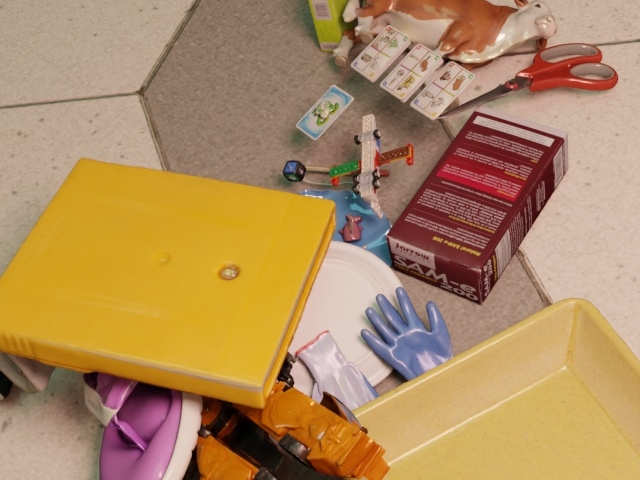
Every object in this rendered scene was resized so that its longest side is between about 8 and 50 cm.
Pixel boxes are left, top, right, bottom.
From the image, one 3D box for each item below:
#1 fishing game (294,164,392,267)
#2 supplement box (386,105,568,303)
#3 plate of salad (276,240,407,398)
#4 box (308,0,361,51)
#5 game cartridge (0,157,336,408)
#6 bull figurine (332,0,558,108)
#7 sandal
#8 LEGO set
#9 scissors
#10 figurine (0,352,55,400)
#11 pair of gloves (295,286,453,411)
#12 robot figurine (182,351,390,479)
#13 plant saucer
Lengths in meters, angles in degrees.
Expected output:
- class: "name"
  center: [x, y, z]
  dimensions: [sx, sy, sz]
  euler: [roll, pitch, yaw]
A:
- class: "fishing game"
  center: [0.000, 0.000, 1.432]
  dimensions: [0.189, 0.041, 0.264]
  euler: [4, 55, 11]
- class: "supplement box"
  center: [0.198, -0.049, 1.407]
  dimensions: [0.130, 0.073, 0.239]
  euler: [22, 59, 28]
- class: "plate of salad"
  center: [0.006, 0.094, 1.337]
  dimensions: [0.200, 0.048, 0.199]
  euler: [1, 65, -2]
- class: "box"
  center: [0.031, -0.377, 1.674]
  dimensions: [0.042, 0.109, 0.178]
  euler: [5, 54, 18]
- class: "game cartridge"
  center: [-0.172, 0.036, 1.253]
  dimensions: [0.324, 0.052, 0.285]
  euler: [10, 46, 13]
- class: "bull figurine"
  center: [0.168, -0.289, 1.578]
  dimensions: [0.310, 0.101, 0.188]
  euler: [21, 53, 28]
- class: "sandal"
  center: [-0.216, 0.138, 1.288]
  dimensions: [0.169, 0.102, 0.416]
  euler: [-43, 31, 29]
- class: "LEGO set"
  center: [0.067, -0.145, 1.458]
  dimensions: [0.244, 0.060, 0.182]
  euler: [-47, 47, -3]
- class: "scissors"
  center: [0.259, -0.210, 1.502]
  dimensions: [0.297, 0.021, 0.109]
  euler: [-14, 45, -19]
- class: "figurine"
  center: [-0.321, 0.082, 1.355]
  dimensions: [0.215, 0.092, 0.209]
  euler: [-18, 27, 54]
- class: "pair of gloves"
  center: [0.068, 0.151, 1.276]
  dimensions: [0.198, 0.023, 0.159]
  euler: [-30, 76, -14]
- class: "robot figurine"
  center: [-0.063, 0.219, 1.182]
  dimensions: [0.211, 0.085, 0.291]
  euler: [-52, 30, -11]
- class: "plant saucer"
  center: [0.220, 0.259, 1.160]
  dimensions: [0.333, 0.081, 0.333]
  euler: [-27, 52, -9]
